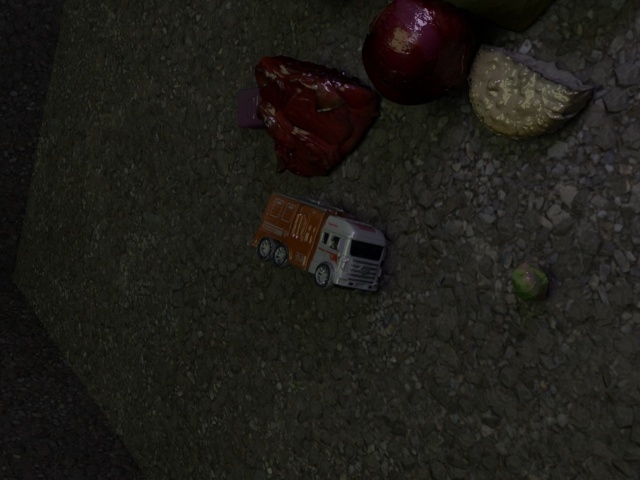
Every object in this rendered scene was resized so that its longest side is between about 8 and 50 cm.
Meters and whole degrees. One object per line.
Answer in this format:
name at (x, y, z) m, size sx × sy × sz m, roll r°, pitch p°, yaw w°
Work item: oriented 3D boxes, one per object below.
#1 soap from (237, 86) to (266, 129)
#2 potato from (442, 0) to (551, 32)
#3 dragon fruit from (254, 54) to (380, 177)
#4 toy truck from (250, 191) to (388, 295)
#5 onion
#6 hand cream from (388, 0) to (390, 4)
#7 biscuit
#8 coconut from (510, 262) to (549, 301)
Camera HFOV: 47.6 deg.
soap at (-0.163, -0.398, 2.171) m, size 0.203 × 0.066 × 0.122 m, roll 3°, pitch 93°, yaw 46°
potato at (0.324, -0.623, 1.470) m, size 0.213 × 0.280 × 0.330 m, roll -40°, pitch 65°, yaw 48°
dragon fruit at (-0.040, -0.301, 1.927) m, size 0.286 × 0.228 × 0.329 m, roll 36°, pitch 114°, yaw 39°
toy truck at (0.000, 0.000, 1.931) m, size 0.388 × 0.173 × 0.206 m, roll 23°, pitch 98°, yaw 47°
onion at (0.223, -0.430, 1.610) m, size 0.276 × 0.276 × 0.276 m, roll 1°, pitch 92°, yaw 47°
hand cream at (0.195, -0.670, 1.799) m, size 0.078 × 0.050 × 0.204 m, roll 4°, pitch 98°, yaw 43°
biscuit at (0.422, -0.304, 1.537) m, size 0.281 × 0.084 × 0.179 m, roll 35°, pitch 115°, yaw 40°
coconut at (0.442, 0.087, 1.524) m, size 0.081 × 0.082 × 0.083 m, roll -22°, pitch 77°, yaw 49°
